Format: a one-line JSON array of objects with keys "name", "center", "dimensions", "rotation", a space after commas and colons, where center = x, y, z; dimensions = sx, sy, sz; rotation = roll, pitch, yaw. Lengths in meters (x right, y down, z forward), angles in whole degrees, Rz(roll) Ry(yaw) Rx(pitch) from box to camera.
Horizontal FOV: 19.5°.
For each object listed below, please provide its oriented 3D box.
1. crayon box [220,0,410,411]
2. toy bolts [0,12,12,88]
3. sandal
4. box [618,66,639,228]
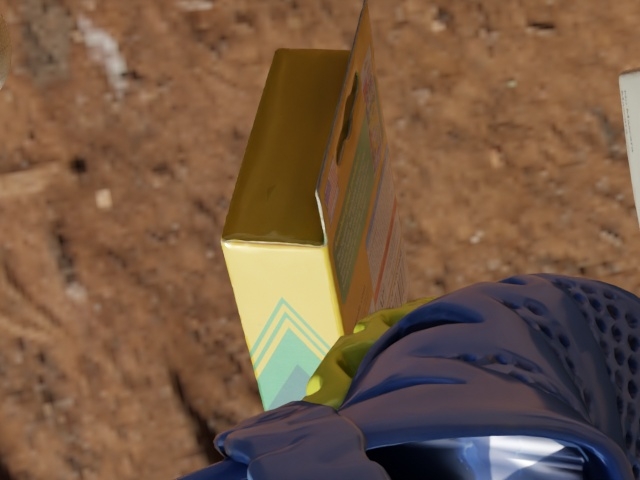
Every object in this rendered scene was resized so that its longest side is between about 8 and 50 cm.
[{"name": "crayon box", "center": [0.000, 0.000, 1.422], "dimensions": [0.323, 0.083, 0.203], "rotation": [80, -162, -47]}, {"name": "toy bolts", "center": [-0.172, -0.143, 0.825], "dimensions": [0.158, 0.228, 0.218], "rotation": [31, 166, 1]}, {"name": "sandal", "center": [0.034, 0.082, 0.516], "dimensions": [0.138, 0.317, 0.126], "rotation": [-22, 92, 38]}, {"name": "box", "center": [0.215, -0.038, 0.848], "dimensions": [0.275, 0.094, 0.113], "rotation": [-142, 43, -87]}]
